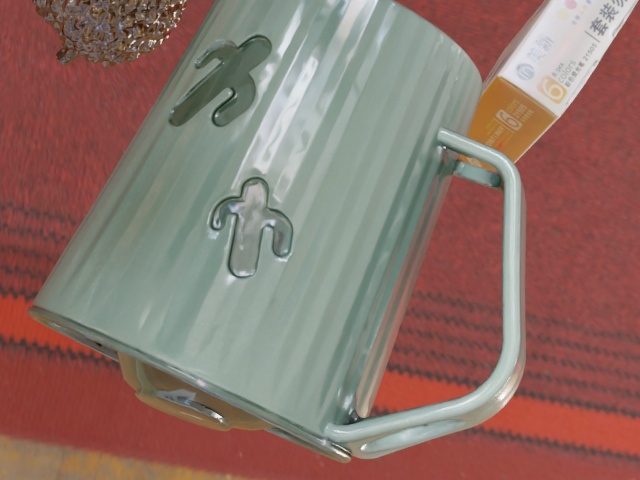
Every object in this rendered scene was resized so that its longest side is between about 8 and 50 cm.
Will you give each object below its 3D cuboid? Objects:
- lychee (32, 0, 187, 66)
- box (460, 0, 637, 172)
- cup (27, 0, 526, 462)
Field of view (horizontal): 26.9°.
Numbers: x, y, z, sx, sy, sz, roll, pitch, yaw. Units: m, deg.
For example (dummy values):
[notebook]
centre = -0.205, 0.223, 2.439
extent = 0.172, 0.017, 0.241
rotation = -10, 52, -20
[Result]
[lychee]
centre = -0.245, -0.295, 1.559
extent = 0.200, 0.200, 0.238
rotation = 24, 123, -17
[box]
centre = 0.264, -0.206, 1.616
extent = 0.091, 0.274, 0.220
rotation = 36, 75, 0
[cup]
centre = -0.008, 0.001, 1.221
extent = 0.401, 0.310, 0.392
rotation = 27, 80, -10
